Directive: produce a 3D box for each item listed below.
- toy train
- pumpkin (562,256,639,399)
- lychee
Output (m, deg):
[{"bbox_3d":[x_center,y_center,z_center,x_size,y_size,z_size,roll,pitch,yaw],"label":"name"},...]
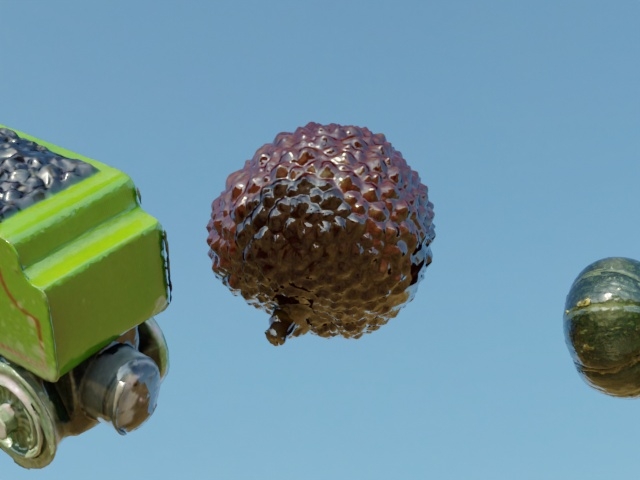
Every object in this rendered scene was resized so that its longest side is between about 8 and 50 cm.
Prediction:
[{"bbox_3d":[-0.260,0.036,1.037,0.307,0.173,0.249,21,-54,32],"label":"toy train"},{"bbox_3d":[0.394,0.114,1.595,0.146,0.190,0.190,3,-41,22],"label":"pumpkin"},{"bbox_3d":[0.000,0.000,1.430,0.264,0.300,0.264,21,-29,12],"label":"lychee"}]
